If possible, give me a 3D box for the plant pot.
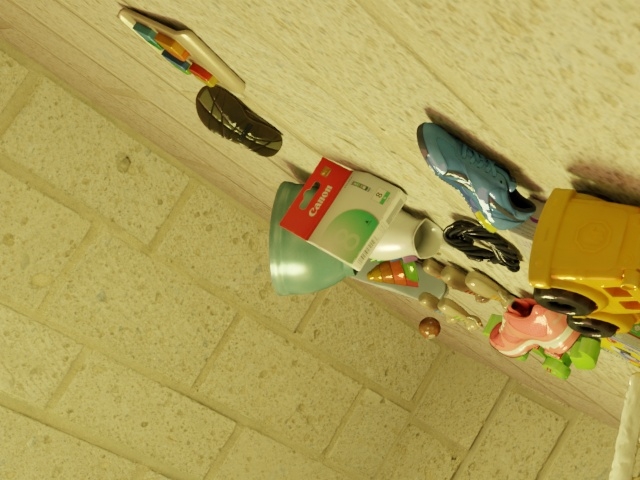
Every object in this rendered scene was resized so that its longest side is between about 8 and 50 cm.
[{"bbox_3d":[0.000,0.000,2.087,0.196,0.293,0.293,3,167,11],"label":"plant pot"}]

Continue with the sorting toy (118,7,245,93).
[{"bbox_3d":[-0.261,-0.346,1.538,0.208,0.038,0.193,26,172,38],"label":"sorting toy"}]

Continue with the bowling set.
[{"bbox_3d":[0.335,0.170,2.067,0.154,0.200,0.287,31,178,-22],"label":"bowling set"}]

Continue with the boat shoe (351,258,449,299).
[{"bbox_3d":[0.200,0.076,2.333,0.367,0.136,0.156,21,179,22],"label":"boat shoe"}]

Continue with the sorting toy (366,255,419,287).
[{"bbox_3d":[0.169,0.058,2.043,0.365,0.126,0.127,59,-164,-78],"label":"sorting toy"}]

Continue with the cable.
[{"bbox_3d":[0.311,0.015,1.594,0.150,0.047,0.184,28,172,26],"label":"cable"}]

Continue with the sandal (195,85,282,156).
[{"bbox_3d":[-0.174,-0.254,1.748,0.219,0.090,0.060,27,-161,-31],"label":"sandal"}]

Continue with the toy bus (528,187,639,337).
[{"bbox_3d":[0.397,0.036,1.025,0.211,0.149,0.220,3,157,43],"label":"toy bus"}]

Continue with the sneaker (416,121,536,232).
[{"bbox_3d":[0.219,-0.097,1.146,0.082,0.069,0.209,-26,120,41],"label":"sneaker"}]

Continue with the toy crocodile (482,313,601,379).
[{"bbox_3d":[0.536,0.245,2.028,0.105,0.115,0.340,41,167,-36],"label":"toy crocodile"}]

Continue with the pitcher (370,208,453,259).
[{"bbox_3d":[0.173,-0.011,1.801,0.207,0.125,0.178,10,177,42],"label":"pitcher"}]

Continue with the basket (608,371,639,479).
[{"bbox_3d":[0.736,0.475,1.700,0.266,0.328,0.331,11,166,20],"label":"basket"}]

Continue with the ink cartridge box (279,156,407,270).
[{"bbox_3d":[0.035,-0.065,1.672,0.225,0.181,0.056,30,173,28],"label":"ink cartridge box"}]

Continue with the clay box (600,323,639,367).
[{"bbox_3d":[0.616,0.207,1.611,0.127,0.053,0.222,27,172,23],"label":"clay box"}]

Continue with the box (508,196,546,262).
[{"bbox_3d":[0.377,0.030,1.316,0.067,0.063,0.324,29,173,35],"label":"box"}]

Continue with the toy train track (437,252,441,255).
[{"bbox_3d":[0.258,0.017,2.018,0.083,0.014,0.048,33,174,-16],"label":"toy train track"}]

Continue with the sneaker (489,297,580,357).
[{"bbox_3d":[0.470,0.182,1.904,0.136,0.116,0.314,44,159,-8],"label":"sneaker"}]
